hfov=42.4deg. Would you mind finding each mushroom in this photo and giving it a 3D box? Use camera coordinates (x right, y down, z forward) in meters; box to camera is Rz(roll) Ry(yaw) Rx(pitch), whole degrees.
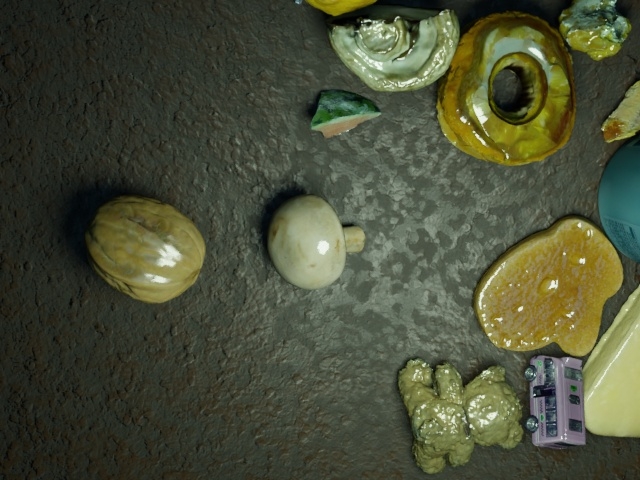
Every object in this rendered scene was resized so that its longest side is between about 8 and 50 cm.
[{"bbox_3d":[0.149,-0.398,1.711,0.267,0.189,0.164,-6,113,0],"label":"mushroom"},{"bbox_3d":[0.000,0.000,1.765,0.215,0.207,0.207,-6,98,-32],"label":"mushroom"}]

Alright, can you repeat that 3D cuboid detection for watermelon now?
[{"bbox_3d":[0.052,-0.281,1.790,0.155,0.080,0.101,-13,61,3],"label":"watermelon"}]

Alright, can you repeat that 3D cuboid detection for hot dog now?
[{"bbox_3d":[0.674,-0.271,1.787,0.169,0.061,0.078,-52,53,3],"label":"hot dog"}]

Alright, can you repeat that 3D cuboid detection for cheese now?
[{"bbox_3d":[0.759,0.259,1.830,0.384,0.104,0.384,0,96,0],"label":"cheese"}]

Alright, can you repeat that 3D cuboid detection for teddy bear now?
[{"bbox_3d":[0.315,0.380,1.816,0.256,0.156,0.267,-14,95,-1],"label":"teddy bear"}]

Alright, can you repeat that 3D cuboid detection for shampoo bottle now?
[{"bbox_3d":[0.775,-0.075,1.672,0.331,0.342,0.331,0,96,-1],"label":"shampoo bottle"}]

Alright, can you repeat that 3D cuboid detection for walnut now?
[{"bbox_3d":[-0.373,0.016,1.737,0.261,0.225,0.225,20,96,2],"label":"walnut"}]

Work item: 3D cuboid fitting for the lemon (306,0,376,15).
[{"bbox_3d":[0.051,-0.579,1.652,0.233,0.233,0.288,29,63,-4],"label":"lemon"}]

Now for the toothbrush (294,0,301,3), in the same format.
[{"bbox_3d":[-0.028,-0.615,1.762,0.019,0.016,0.219,11,96,-1],"label":"toothbrush"}]

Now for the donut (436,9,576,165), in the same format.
[{"bbox_3d":[0.393,-0.315,1.731,0.330,0.160,0.330,0,96,3],"label":"donut"}]

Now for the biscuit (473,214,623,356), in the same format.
[{"bbox_3d":[0.518,0.124,1.834,0.344,0.057,0.287,-38,95,3],"label":"biscuit"}]

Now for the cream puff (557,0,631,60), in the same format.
[{"bbox_3d":[0.577,-0.440,1.735,0.121,0.156,0.156,-19,98,39],"label":"cream puff"}]

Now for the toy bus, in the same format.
[{"bbox_3d":[0.515,0.349,1.799,0.096,0.108,0.199,16,66,-30],"label":"toy bus"}]
